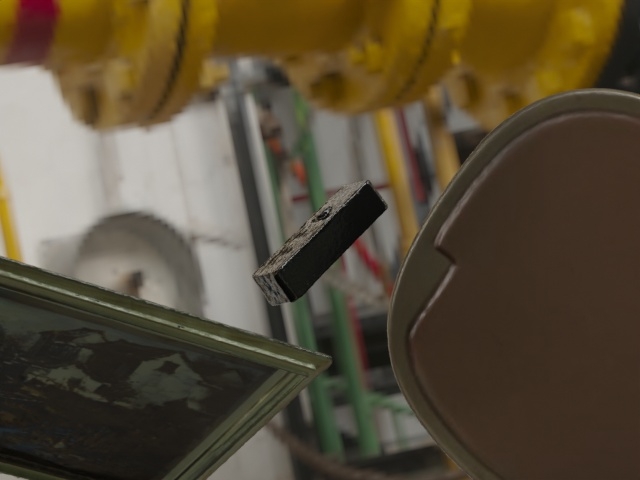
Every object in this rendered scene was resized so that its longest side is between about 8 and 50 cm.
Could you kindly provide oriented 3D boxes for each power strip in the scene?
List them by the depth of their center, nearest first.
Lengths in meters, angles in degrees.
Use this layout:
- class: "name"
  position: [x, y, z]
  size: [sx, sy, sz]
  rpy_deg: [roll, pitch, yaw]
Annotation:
- class: "power strip"
  position: [0.000, 0.000, 1.351]
  size: [0.111, 0.029, 0.038]
  rpy_deg: [-45, 19, -31]

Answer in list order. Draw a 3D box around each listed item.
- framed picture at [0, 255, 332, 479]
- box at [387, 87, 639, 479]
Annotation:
- class: "framed picture"
  position: [-0.174, 0.099, 1.253]
  size: [0.296, 0.019, 0.232]
  rpy_deg: [18, -41, -25]
- class: "box"
  position: [0.219, 0.048, 1.380]
  size: [0.301, 0.301, 0.216]
  rpy_deg: [-15, -4, 20]
